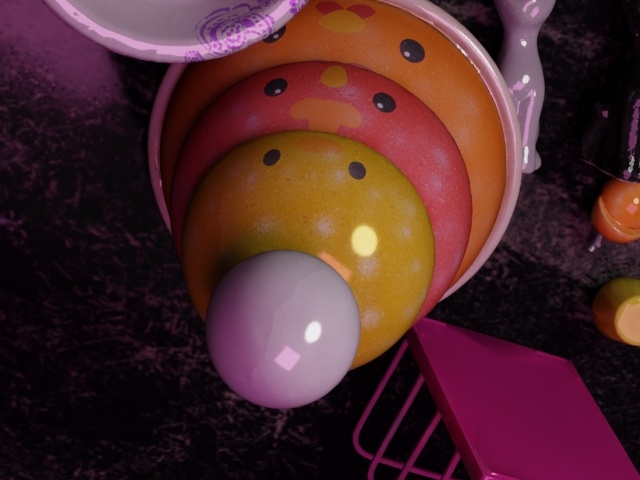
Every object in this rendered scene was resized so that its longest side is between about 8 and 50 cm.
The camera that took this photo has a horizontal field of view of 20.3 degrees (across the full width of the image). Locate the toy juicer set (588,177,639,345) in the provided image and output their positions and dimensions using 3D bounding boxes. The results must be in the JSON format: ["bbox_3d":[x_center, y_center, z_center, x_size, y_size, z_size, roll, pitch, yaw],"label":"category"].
[{"bbox_3d":[0.427,-0.025,1.848,0.329,0.089,0.209,-15,100,-3],"label":"toy juicer set"}]

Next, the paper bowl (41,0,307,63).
[{"bbox_3d":[-0.123,-0.298,1.507,0.284,0.148,0.284,-1,103,-6],"label":"paper bowl"}]

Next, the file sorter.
[{"bbox_3d":[0.171,0.243,1.792,0.202,0.291,0.182,17,113,-21],"label":"file sorter"}]

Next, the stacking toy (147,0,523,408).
[{"bbox_3d":[0.000,0.000,1.492,0.350,0.480,0.351,1,113,3],"label":"stacking toy"}]

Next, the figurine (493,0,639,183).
[{"bbox_3d":[0.245,-0.171,1.722,0.215,0.092,0.209,4,107,-11],"label":"figurine"}]
